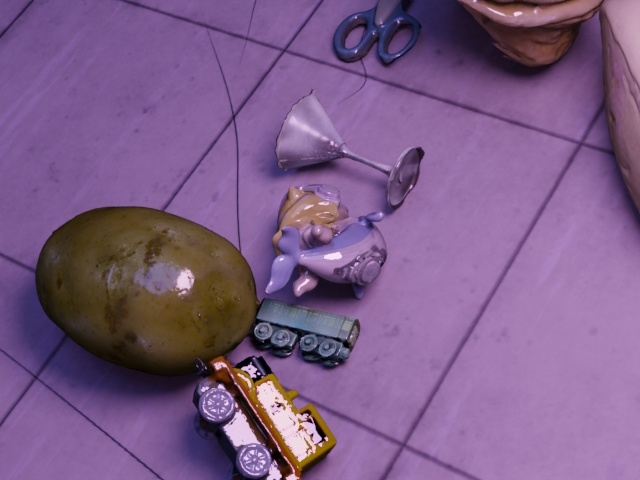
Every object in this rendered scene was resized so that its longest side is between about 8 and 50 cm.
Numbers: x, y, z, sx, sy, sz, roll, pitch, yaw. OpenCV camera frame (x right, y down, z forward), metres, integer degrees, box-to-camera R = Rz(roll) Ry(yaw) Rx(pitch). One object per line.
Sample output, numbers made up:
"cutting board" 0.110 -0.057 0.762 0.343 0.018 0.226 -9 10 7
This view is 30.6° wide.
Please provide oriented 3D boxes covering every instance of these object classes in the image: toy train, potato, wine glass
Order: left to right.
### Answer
"potato" -0.227 0.059 1.499 0.304 0.216 0.216 26 66 26
"toy train" -0.071 0.219 1.389 0.127 0.089 0.219 -29 73 -24
"toy train" -0.024 0.118 1.505 0.148 0.038 0.071 12 57 23
"wine glass" 0.042 -0.120 1.609 0.183 0.122 0.122 23 64 24

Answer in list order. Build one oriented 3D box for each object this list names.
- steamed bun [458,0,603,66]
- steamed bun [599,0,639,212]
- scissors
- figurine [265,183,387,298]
"steamed bun" 0.266 -0.408 1.600 0.230 0.372 0.325 -42 70 17
"steamed bun" 0.534 -0.178 1.405 0.371 0.290 0.456 -18 53 4
"scissors" 0.119 -0.388 1.818 0.138 0.041 0.289 8 59 29
"figurine" 0.000 0.000 1.513 0.184 0.128 0.208 31 28 31
